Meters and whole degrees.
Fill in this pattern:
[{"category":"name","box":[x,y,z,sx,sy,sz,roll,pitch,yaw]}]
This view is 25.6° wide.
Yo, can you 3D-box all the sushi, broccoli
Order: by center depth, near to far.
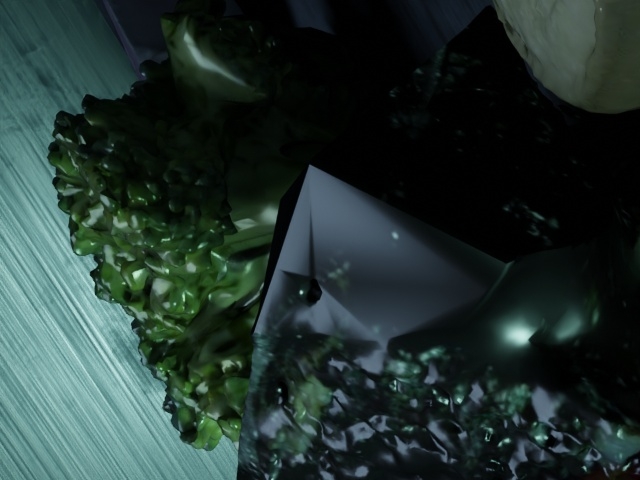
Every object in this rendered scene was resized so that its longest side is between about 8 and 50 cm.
[{"category":"sushi","box":[0.087,0.058,0.639,0.212,0.215,0.227,28,124,14]},{"category":"broccoli","box":[-0.022,-0.004,0.982,0.338,0.277,0.317,46,149,16]}]

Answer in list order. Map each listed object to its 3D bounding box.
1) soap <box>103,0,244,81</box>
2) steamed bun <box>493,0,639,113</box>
[{"category":"soap","box":[-0.120,-0.166,1.328,0.285,0.107,0.296,60,174,41]},{"category":"steamed bun","box":[0.079,-0.140,0.369,0.231,0.110,0.212,90,164,-81]}]
